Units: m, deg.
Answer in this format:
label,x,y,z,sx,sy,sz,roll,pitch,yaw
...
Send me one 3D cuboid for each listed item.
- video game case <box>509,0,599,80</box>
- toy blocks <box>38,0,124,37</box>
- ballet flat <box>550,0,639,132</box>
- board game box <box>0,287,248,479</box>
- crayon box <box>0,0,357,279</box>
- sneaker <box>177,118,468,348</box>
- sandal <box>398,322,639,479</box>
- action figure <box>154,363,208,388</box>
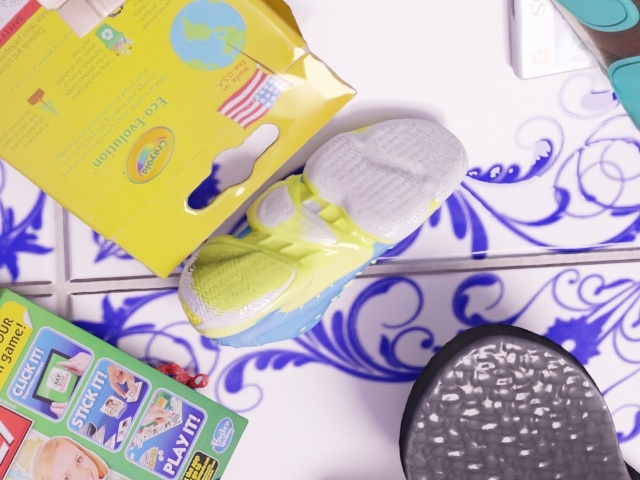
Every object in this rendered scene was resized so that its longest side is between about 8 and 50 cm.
label,x,y,z,sx,sy,sz,roll,pitch,yaw
video game case,0.231,-0.215,1.157,0.201,0.023,0.183,-11,121,-7
toy blocks,-0.125,-0.296,0.810,0.260,0.288,0.309,-43,109,-1
ballet flat,0.236,-0.174,1.100,0.147,0.147,0.409,-41,120,12
board game box,-0.216,0.223,1.181,0.213,0.046,0.317,31,75,-18
crayon box,-0.156,-0.140,1.079,0.202,0.081,0.318,-42,119,12
sneaker,0.000,0.000,1.206,0.240,0.091,0.126,-29,160,-13
sandal,0.184,0.196,1.348,0.167,0.107,0.446,-35,133,7
action figure,-0.143,0.121,1.263,0.115,0.030,0.038,-14,116,-7
